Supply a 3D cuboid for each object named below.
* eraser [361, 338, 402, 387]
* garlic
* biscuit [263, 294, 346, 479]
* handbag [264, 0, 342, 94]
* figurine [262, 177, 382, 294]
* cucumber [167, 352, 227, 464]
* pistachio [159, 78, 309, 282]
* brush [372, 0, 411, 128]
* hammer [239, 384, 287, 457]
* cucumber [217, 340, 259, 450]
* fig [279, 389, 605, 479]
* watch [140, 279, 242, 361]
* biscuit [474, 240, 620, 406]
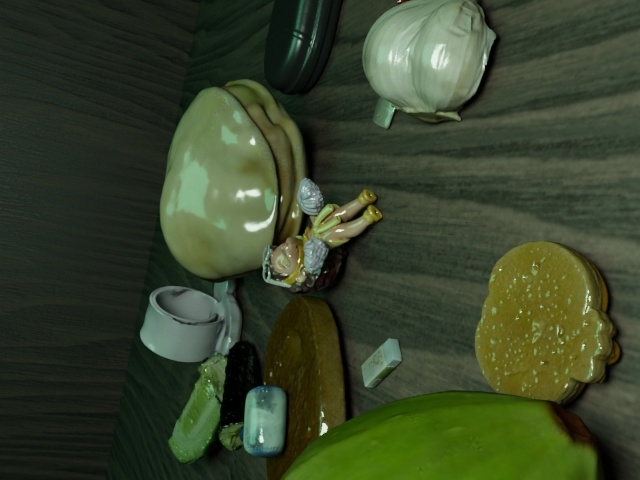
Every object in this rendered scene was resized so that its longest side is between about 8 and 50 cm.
[{"bbox_3d":[0.087,0.177,1.028,0.083,0.019,0.038,125,149,-43],"label":"eraser"},{"bbox_3d":[0.129,-0.262,0.989,0.229,0.143,0.178,-154,74,-75],"label":"garlic"},{"bbox_3d":[-0.035,0.281,1.214,0.314,0.063,0.367,120,152,-45],"label":"biscuit"},{"bbox_3d":[-0.045,-0.468,1.541,0.254,0.093,0.308,18,96,66],"label":"handbag"},{"bbox_3d":[0.000,0.001,1.193,0.240,0.116,0.174,-48,37,40],"label":"figurine"},{"bbox_3d":[-0.256,0.404,1.623,0.145,0.105,0.325,54,134,25],"label":"cucumber"},{"bbox_3d":[-0.180,-0.102,1.452,0.365,0.281,0.445,42,130,33],"label":"pistachio"},{"bbox_3d":[0.137,-0.337,1.124,0.060,0.050,0.321,50,126,57],"label":"brush"},{"bbox_3d":[-0.109,0.318,1.220,0.194,0.070,0.116,129,145,-61],"label":"hammer"},{"bbox_3d":[-0.161,0.290,1.445,0.303,0.072,0.081,-96,26,-61],"label":"cucumber"},{"bbox_3d":[0.108,0.262,0.617,0.316,0.316,0.316,-169,90,-67],"label":"fig"},{"bbox_3d":[-0.307,0.174,1.692,0.211,0.217,0.248,-70,25,19],"label":"watch"},{"bbox_3d":[0.229,0.087,0.709,0.170,0.050,0.170,-26,59,53],"label":"biscuit"}]
